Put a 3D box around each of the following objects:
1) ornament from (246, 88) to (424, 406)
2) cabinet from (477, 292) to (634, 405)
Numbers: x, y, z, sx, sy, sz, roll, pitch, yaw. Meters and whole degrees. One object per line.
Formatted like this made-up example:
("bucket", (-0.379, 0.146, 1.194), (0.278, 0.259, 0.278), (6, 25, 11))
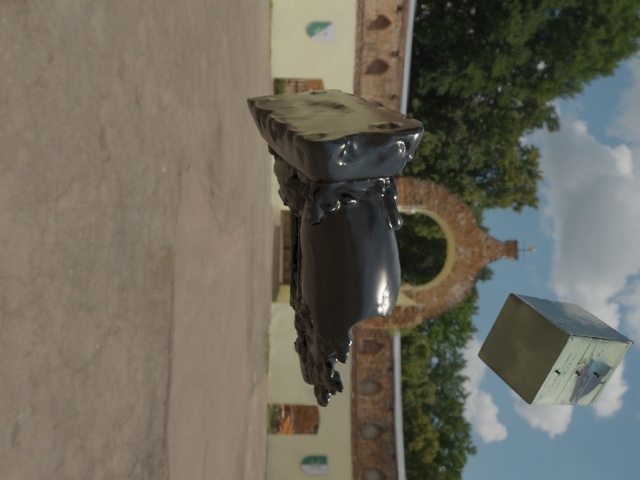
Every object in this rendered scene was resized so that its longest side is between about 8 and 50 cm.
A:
("ornament", (0.000, 0.000, 0.544), (0.251, 0.106, 0.260), (-126, -145, -61))
("cabinet", (0.441, 0.207, 1.068), (0.150, 0.206, 0.145), (46, -61, 53))
